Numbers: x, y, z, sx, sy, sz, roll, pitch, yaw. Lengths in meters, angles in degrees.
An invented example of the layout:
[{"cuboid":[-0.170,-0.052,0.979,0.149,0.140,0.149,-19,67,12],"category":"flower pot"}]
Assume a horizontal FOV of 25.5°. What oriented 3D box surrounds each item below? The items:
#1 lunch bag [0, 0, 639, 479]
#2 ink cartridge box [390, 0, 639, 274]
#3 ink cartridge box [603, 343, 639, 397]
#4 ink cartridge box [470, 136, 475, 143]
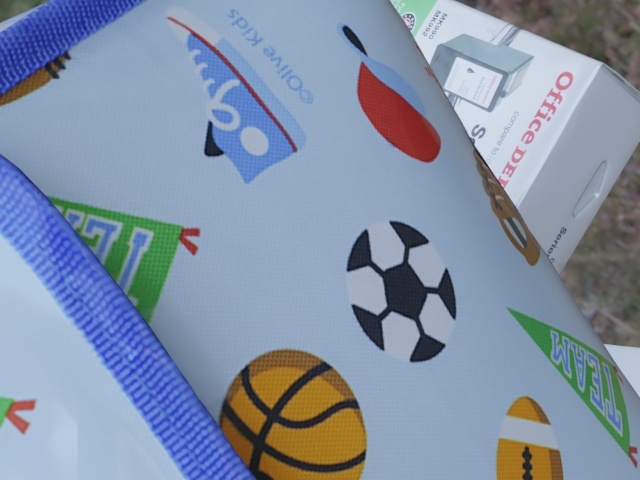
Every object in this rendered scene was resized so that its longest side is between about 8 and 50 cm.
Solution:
[{"cuboid":[-0.068,0.096,0.469,0.239,0.327,0.385,-23,14,45],"category":"lunch bag"},{"cuboid":[0.157,-0.118,1.443,0.289,0.121,0.211,31,93,42],"category":"ink cartridge box"},{"cuboid":[0.213,0.139,1.108,0.154,0.212,0.093,71,-157,-71],"category":"ink cartridge box"},{"cuboid":[0.039,-0.014,1.148,0.127,0.128,0.176,-35,-38,-80],"category":"ink cartridge box"}]
